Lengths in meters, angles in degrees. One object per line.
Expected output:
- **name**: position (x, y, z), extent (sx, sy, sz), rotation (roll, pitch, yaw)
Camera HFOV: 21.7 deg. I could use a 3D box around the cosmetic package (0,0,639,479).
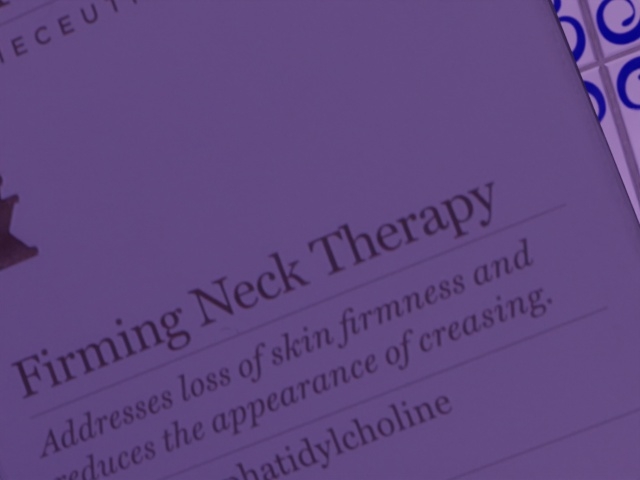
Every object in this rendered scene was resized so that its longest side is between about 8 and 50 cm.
- **cosmetic package**: position (0.000, 0.000, 0.918), extent (0.329, 0.394, 0.327), rotation (-22, -6, 10)
